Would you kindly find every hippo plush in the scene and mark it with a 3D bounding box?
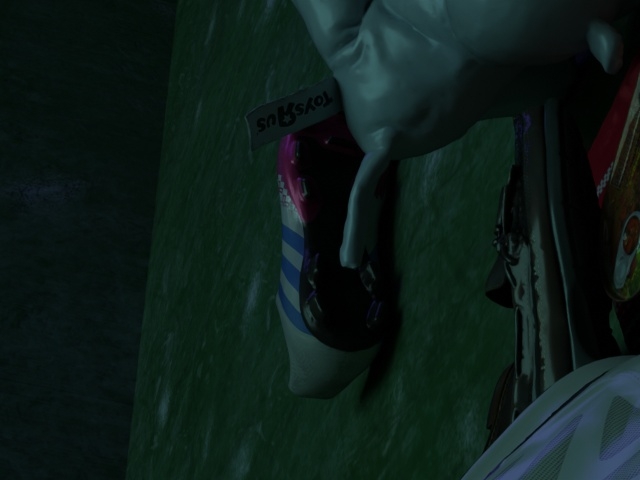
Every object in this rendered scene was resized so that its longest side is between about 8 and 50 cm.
[{"bbox_3d":[0.095,-0.182,1.325,0.294,0.234,0.236,-37,-1,-37],"label":"hippo plush"}]

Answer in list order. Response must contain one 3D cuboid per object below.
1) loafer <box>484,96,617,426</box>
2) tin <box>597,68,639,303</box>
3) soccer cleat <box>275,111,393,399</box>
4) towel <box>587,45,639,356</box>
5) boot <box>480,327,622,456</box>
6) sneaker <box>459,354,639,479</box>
[{"bbox_3d":[0.129,0.040,1.169,0.096,0.084,0.268,43,-144,-57],"label":"loafer"},{"bbox_3d":[0.202,-0.054,1.100,0.106,0.040,0.190,-111,35,-74],"label":"tin"},{"bbox_3d":[0.000,0.000,1.872,0.143,0.116,0.331,118,160,-48],"label":"soccer cleat"},{"bbox_3d":[0.215,-0.023,1.169,0.275,0.031,0.199,-96,22,-54],"label":"towel"},{"bbox_3d":[0.139,0.153,1.213,0.106,0.082,0.219,121,160,-61],"label":"boot"},{"bbox_3d":[0.096,0.172,0.848,0.447,0.169,0.257,-43,1,-29],"label":"sneaker"}]
